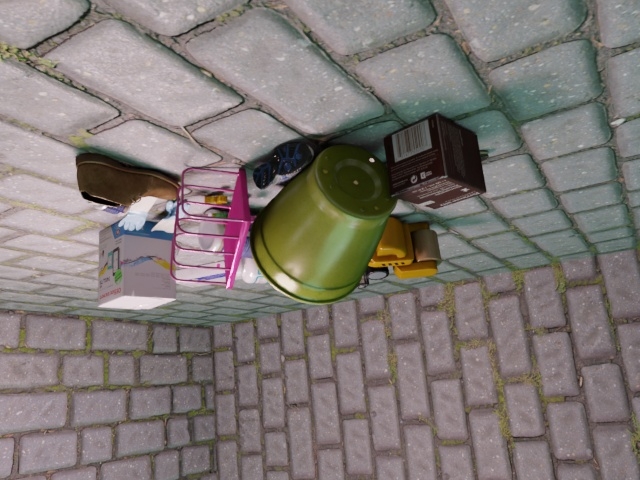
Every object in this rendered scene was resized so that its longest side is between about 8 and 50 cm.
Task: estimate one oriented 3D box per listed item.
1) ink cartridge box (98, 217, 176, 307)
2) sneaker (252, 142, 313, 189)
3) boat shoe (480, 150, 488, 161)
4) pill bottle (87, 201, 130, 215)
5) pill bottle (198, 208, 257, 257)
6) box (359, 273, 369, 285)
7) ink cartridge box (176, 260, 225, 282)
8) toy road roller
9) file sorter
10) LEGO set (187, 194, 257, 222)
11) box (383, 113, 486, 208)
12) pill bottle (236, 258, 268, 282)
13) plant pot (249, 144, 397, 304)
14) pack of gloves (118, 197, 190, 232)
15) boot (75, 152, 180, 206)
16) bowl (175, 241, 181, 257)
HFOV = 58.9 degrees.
[{"bbox_3d":[-0.636,0.088,1.964,0.198,0.270,0.197,-20,159,41],"label":"ink cartridge box"},{"bbox_3d":[-0.091,-0.203,1.497,0.211,0.080,0.081,-20,-178,43],"label":"sneaker"},{"bbox_3d":[0.412,-0.212,1.628,0.152,0.049,0.056,-18,163,14],"label":"boat shoe"},{"bbox_3d":[-0.607,-0.115,1.619,0.067,0.067,0.120,-12,163,24],"label":"pill bottle"},{"bbox_3d":[-0.267,-0.017,1.930,0.264,0.153,0.153,8,160,-38],"label":"pill bottle"},{"bbox_3d":[0.128,0.120,2.512,0.147,0.180,0.077,-3,163,-12],"label":"box"},{"bbox_3d":[-0.493,0.155,2.647,0.370,0.069,0.175,-9,164,21],"label":"ink cartridge box"},{"bbox_3d":[0.306,0.017,2.182,0.329,0.203,0.241,-4,155,-2],"label":"toy road roller"},{"bbox_3d":[-0.316,-0.035,1.584,0.182,0.202,0.291,5,137,-18],"label":"file sorter"},{"bbox_3d":[-0.286,-0.101,1.736,0.227,0.087,0.093,1,179,-22],"label":"LEGO set"},{"bbox_3d":[0.294,-0.194,1.452,0.168,0.167,0.203,-19,160,41],"label":"box"},{"bbox_3d":[-0.244,0.110,2.415,0.264,0.146,0.146,3,163,-27],"label":"pill bottle"},{"bbox_3d":[0.032,-0.064,1.555,0.366,0.367,0.353,2,148,-26],"label":"plant pot"},{"bbox_3d":[-0.528,-0.067,1.802,0.195,0.046,0.232,1,154,-31],"label":"pack of gloves"},{"bbox_3d":[-0.505,-0.133,1.507,0.112,0.115,0.305,-19,161,35],"label":"boot"},{"bbox_3d":[-0.629,0.056,2.210,0.170,0.080,0.170,-4,164,-1],"label":"bowl"}]
